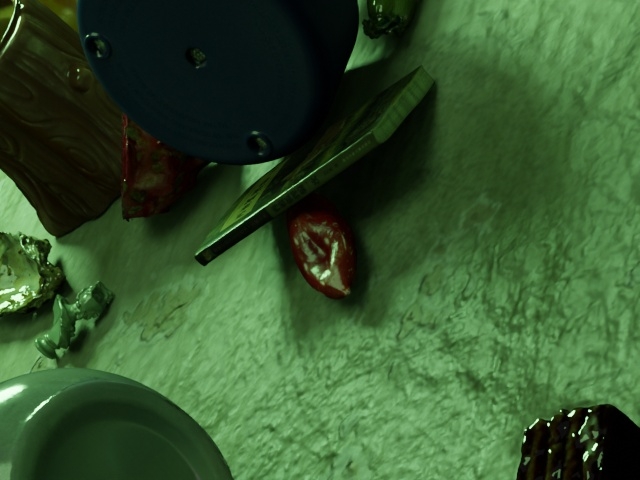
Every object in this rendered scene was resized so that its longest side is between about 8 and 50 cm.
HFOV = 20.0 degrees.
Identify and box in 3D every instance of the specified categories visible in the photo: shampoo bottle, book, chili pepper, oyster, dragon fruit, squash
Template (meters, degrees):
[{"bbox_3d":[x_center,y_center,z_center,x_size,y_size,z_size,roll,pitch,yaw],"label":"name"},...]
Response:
[{"bbox_3d":[-0.213,0.246,1.413,0.266,0.273,0.273,-33,33,46],"label":"shampoo bottle"},{"bbox_3d":[-0.006,-0.068,1.665,0.228,0.024,0.160,-33,11,32],"label":"book"},{"bbox_3d":[-0.001,0.000,1.612,0.059,0.050,0.191,-44,29,12],"label":"chili pepper"},{"bbox_3d":[-0.338,0.039,2.054,0.177,0.056,0.105,-13,54,50],"label":"oyster"},{"bbox_3d":[-0.158,-0.089,1.915,0.153,0.111,0.153,-176,90,-84],"label":"dragon fruit"},{"bbox_3d":[0.075,-0.263,1.802,0.052,0.052,0.183,-28,38,37],"label":"squash"}]

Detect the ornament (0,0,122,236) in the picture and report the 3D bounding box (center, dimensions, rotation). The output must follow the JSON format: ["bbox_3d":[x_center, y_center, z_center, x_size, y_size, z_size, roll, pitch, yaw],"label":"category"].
[{"bbox_3d":[-0.319,-0.150,2.068,0.221,0.217,0.235,-51,30,3],"label":"ornament"}]

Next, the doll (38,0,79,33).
[{"bbox_3d":[-0.319,-0.308,2.315,0.269,0.162,0.166,-55,-2,6],"label":"doll"}]

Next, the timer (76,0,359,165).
[{"bbox_3d":[-0.045,-0.287,1.849,0.270,0.270,0.383,-23,25,42],"label":"timer"}]

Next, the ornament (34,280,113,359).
[{"bbox_3d":[-0.265,0.083,1.911,0.092,0.041,0.068,-28,39,35],"label":"ornament"}]

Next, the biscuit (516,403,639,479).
[{"bbox_3d":[0.147,0.279,1.022,0.073,0.107,0.388,-21,41,39],"label":"biscuit"}]
